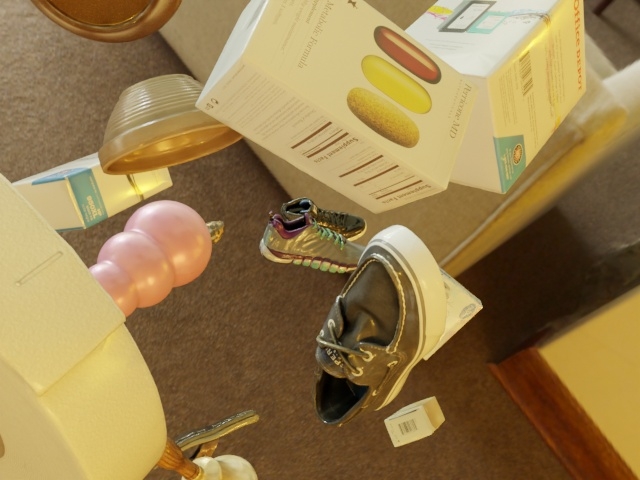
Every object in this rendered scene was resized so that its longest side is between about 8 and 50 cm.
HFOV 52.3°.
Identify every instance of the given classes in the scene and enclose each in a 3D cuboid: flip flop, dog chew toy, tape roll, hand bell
[{"bbox_3d":[-0.272,0.487,1.559,0.277,0.112,0.080,-21,88,-12],"label":"flip flop"},{"bbox_3d":[-0.395,0.053,1.453,0.207,0.206,0.332,40,47,3],"label":"dog chew toy"},{"bbox_3d":[-0.285,0.065,0.488,0.392,0.392,0.072,40,50,3],"label":"tape roll"},{"bbox_3d":[-0.195,0.336,0.962,0.126,0.242,0.126,-12,49,14],"label":"hand bell"}]

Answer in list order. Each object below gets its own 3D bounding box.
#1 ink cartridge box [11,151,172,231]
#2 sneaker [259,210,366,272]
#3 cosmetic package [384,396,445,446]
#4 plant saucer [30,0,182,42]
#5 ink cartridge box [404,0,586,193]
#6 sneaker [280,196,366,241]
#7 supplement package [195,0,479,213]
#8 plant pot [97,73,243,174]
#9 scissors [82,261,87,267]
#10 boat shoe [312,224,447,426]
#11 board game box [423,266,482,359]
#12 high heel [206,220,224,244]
[{"bbox_3d":[-0.699,-0.167,2.005,0.395,0.286,0.166,-41,121,-54],"label":"ink cartridge box"},{"bbox_3d":[0.000,0.000,1.253,0.224,0.098,0.083,5,31,-16],"label":"sneaker"},{"bbox_3d":[0.139,0.262,0.952,0.041,0.060,0.115,68,15,12],"label":"cosmetic package"},{"bbox_3d":[-0.381,-0.476,1.101,0.311,0.310,0.050,18,36,-14],"label":"plant saucer"},{"bbox_3d":[0.247,-0.244,0.980,0.197,0.198,0.270,20,55,39],"label":"ink cartridge box"},{"bbox_3d":[0.007,-0.053,1.622,0.217,0.121,0.079,1,64,3],"label":"sneaker"},{"bbox_3d":[0.021,-0.152,0.686,0.244,0.134,0.138,29,69,-21],"label":"supplement package"},{"bbox_3d":[-0.241,-0.190,1.030,0.238,0.237,0.109,-17,90,-31],"label":"plant pot"},{"bbox_3d":[-0.650,0.098,1.414,0.298,0.021,0.108,-2,82,4],"label":"scissors"},{"bbox_3d":[0.030,0.081,0.504,0.076,0.228,0.080,-29,64,-26],"label":"boat shoe"},{"bbox_3d":[0.113,0.073,0.714,0.090,0.090,0.020,39,18,-10],"label":"board game box"},{"bbox_3d":[-0.425,0.015,2.121,0.186,0.261,0.093,-44,108,-39],"label":"high heel"}]
